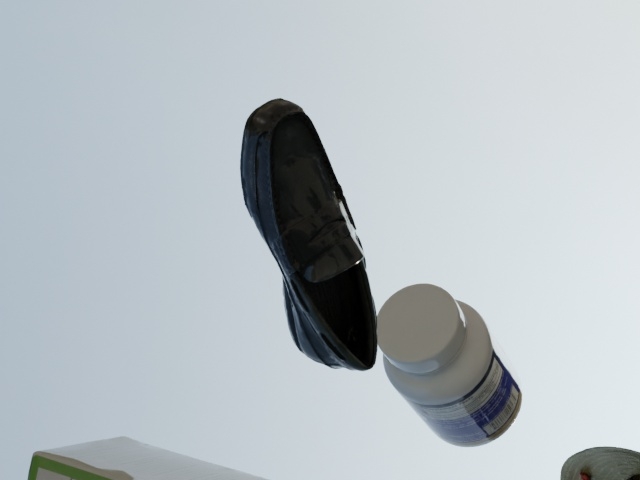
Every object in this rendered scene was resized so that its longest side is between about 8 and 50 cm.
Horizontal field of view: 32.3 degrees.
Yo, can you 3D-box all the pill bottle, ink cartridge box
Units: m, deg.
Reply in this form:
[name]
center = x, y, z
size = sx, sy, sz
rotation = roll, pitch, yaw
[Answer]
[pill bottle]
center = 0.125, 0.122, 1.097
size = 0.112, 0.187, 0.112
rotation = -14, -126, 19
[ink cartridge box]
center = -0.065, 0.177, 0.667
size = 0.209, 0.062, 0.109
rotation = 11, 179, 21

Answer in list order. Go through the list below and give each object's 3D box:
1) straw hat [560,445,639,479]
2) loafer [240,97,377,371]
[straw hat]
center = 0.220, 0.152, 0.666
size = 0.144, 0.144, 0.061
rotation = 33, -121, 23
[loafer]
center = 0.000, 0.000, 0.823
size = 0.076, 0.223, 0.078
rotation = -32, -147, -30
